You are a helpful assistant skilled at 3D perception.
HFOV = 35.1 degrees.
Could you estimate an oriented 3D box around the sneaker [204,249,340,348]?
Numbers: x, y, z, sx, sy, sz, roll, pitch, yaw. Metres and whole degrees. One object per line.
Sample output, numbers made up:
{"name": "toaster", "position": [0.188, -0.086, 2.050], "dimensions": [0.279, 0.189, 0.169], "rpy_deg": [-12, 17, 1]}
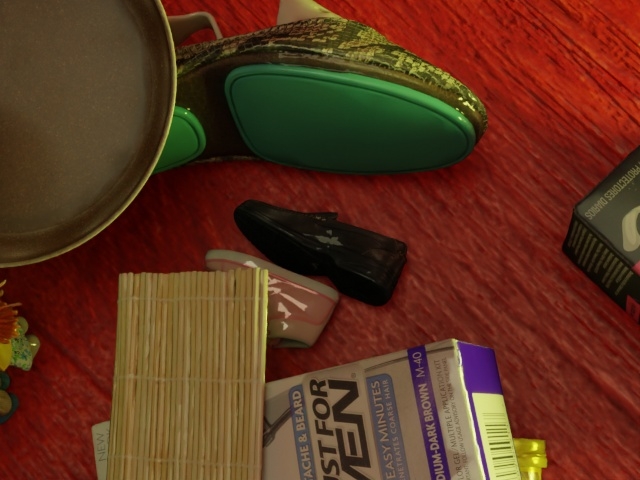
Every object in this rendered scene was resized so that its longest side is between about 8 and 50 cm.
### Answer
{"name": "sneaker", "position": [-0.055, 0.058, 0.938], "dimensions": [0.134, 0.051, 0.070], "rpy_deg": [20, 75, 9]}

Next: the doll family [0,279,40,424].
{"name": "doll family", "position": [-0.348, 0.049, 0.929], "dimensions": [0.118, 0.163, 0.263], "rpy_deg": [-41, 74, -2]}

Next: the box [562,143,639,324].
{"name": "box", "position": [0.354, 0.029, 0.833], "dimensions": [0.165, 0.143, 0.270], "rpy_deg": [-44, 75, -3]}

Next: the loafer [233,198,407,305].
{"name": "loafer", "position": [0.000, 0.000, 0.947], "dimensions": [0.170, 0.062, 0.061], "rpy_deg": [27, 60, 11]}

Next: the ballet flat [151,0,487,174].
{"name": "ballet flat", "position": [-0.092, -0.148, 0.954], "dimensions": [0.483, 0.164, 0.182], "rpy_deg": [-5, 55, 9]}

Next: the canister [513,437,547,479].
{"name": "canister", "position": [0.126, 0.251, 0.852], "dimensions": [0.126, 0.073, 0.169], "rpy_deg": [0, 78, 10]}

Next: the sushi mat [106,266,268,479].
{"name": "sushi mat", "position": [-0.112, 0.179, 0.806], "dimensions": [0.152, 0.019, 0.316], "rpy_deg": [-5, 76, 25]}

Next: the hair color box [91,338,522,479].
{"name": "hair color box", "position": [-0.013, 0.207, 0.821], "dimensions": [0.339, 0.110, 0.185], "rpy_deg": [-17, 73, 24]}

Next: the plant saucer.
{"name": "plant saucer", "position": [-0.269, -0.131, 0.866], "dimensions": [0.311, 0.050, 0.310], "rpy_deg": [0, 89, 8]}
